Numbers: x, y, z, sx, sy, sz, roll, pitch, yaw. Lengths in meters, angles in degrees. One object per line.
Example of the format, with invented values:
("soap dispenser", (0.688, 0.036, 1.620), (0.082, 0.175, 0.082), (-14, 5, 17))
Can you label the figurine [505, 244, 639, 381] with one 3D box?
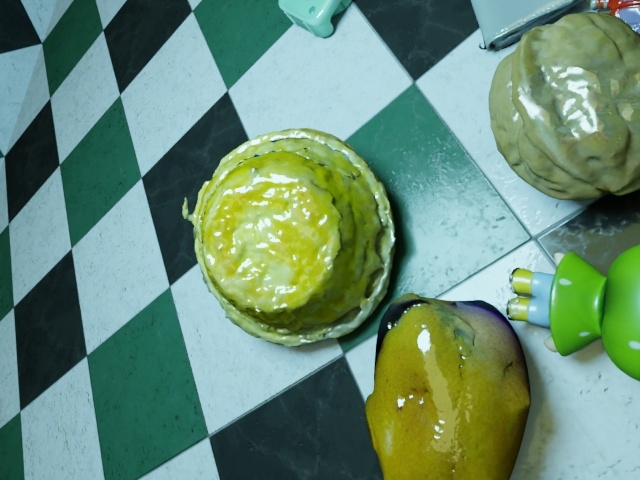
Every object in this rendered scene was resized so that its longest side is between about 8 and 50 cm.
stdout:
("figurine", (0.351, 0.080, 0.485), (0.263, 0.143, 0.162), (3, 74, 45))

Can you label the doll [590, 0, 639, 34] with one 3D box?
("doll", (0.461, -0.295, 0.540), (0.227, 0.075, 0.102), (21, 104, 45))

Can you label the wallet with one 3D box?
("wallet", (0.314, -0.432, 0.679), (0.170, 0.069, 0.231), (-18, 74, 33))

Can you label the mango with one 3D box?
("mango", (0.162, 0.213, 0.555), (0.201, 0.152, 0.288), (5, 81, 49))

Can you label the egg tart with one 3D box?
("egg tart", (-0.066, -0.003, 0.713), (0.387, 0.169, 0.389), (0, 91, 16))

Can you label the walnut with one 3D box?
("walnut", (0.316, -0.163, 0.535), (0.198, 0.198, 0.245), (-23, 76, 27))

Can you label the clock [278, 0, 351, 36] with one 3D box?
("clock", (0.017, -0.549, 0.903), (0.211, 0.066, 0.159), (-50, 57, 12))
